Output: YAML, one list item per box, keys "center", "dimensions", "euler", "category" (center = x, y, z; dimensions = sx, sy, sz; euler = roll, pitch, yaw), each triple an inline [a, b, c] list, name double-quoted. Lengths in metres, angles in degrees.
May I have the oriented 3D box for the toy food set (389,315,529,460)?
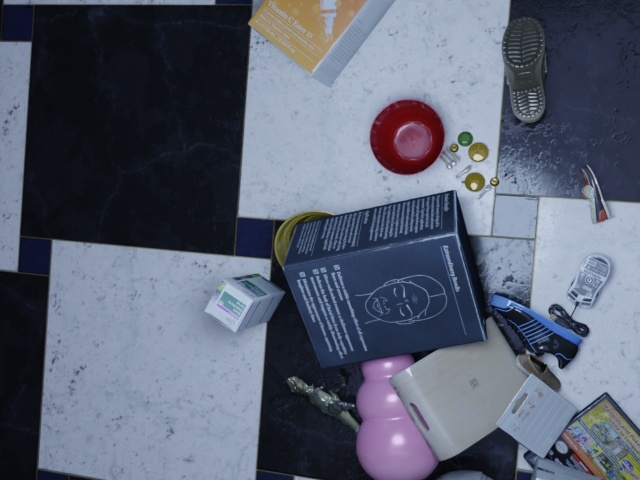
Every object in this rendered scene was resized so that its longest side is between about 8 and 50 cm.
- center: [0.339, 0.338, 1.866]
  dimensions: [0.306, 0.092, 0.219]
  euler: [-28, 82, -19]
  category: "toy food set"

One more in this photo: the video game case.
- center: [0.658, 0.535, 1.865]
  dimensions: [0.248, 0.035, 0.275]
  euler: [-42, 79, 13]
  category: "video game case"

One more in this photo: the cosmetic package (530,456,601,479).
- center: [0.533, 0.595, 1.787]
  dimensions: [0.151, 0.184, 0.151]
  euler: [17, 95, 15]
  category: "cosmetic package"

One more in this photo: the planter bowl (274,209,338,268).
- center: [0.000, 0.000, 1.996]
  dimensions: [0.217, 0.090, 0.217]
  euler: [4, 121, 6]
  category: "planter bowl"

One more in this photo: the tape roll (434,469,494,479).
- center: [0.336, 0.683, 1.888]
  dimensions: [0.246, 0.169, 0.246]
  euler: [0, 92, 16]
  category: "tape roll"

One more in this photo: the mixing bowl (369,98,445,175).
- center: [0.217, -0.245, 1.945]
  dimensions: [0.181, 0.098, 0.181]
  euler: [0, 91, 16]
  category: "mixing bowl"

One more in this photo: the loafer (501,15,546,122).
- center: [0.476, -0.392, 1.878]
  dimensions: [0.102, 0.092, 0.268]
  euler: [-1, 75, 14]
  category: "loafer"

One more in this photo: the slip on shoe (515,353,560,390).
- center: [0.514, 0.304, 1.869]
  dimensions: [0.135, 0.051, 0.041]
  euler: [38, 137, -14]
  category: "slip on shoe"

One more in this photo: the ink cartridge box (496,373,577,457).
- center: [0.485, 0.397, 1.838]
  dimensions: [0.179, 0.045, 0.145]
  euler: [37, 87, -24]
  category: "ink cartridge box"

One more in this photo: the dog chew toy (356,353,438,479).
- center: [0.175, 0.403, 1.921]
  dimensions: [0.207, 0.206, 0.331]
  euler: [-10, 80, 16]
  category: "dog chew toy"

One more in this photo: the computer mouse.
- center: [0.614, 0.119, 1.870]
  dimensions: [0.106, 0.042, 0.193]
  euler: [29, 104, 18]
  category: "computer mouse"

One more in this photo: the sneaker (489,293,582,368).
- center: [0.490, 0.212, 1.883]
  dimensions: [0.232, 0.081, 0.090]
  euler: [29, 91, 12]
  category: "sneaker"

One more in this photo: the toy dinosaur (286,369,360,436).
- center: [0.044, 0.406, 2.025]
  dimensions: [0.268, 0.064, 0.118]
  euler: [39, 107, 10]
  category: "toy dinosaur"

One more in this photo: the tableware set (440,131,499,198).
- center: [0.369, -0.184, 1.944]
  dimensions: [0.104, 0.024, 0.154]
  euler: [-43, 79, 9]
  category: "tableware set"

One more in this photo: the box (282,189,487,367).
- center: [0.155, 0.091, 1.851]
  dimensions: [0.395, 0.212, 0.293]
  euler: [-11, 118, 15]
  category: "box"

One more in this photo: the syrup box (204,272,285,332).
- center: [-0.182, 0.150, 1.991]
  dimensions: [0.093, 0.237, 0.096]
  euler: [33, 99, 14]
  category: "syrup box"

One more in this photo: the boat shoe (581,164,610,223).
- center: [0.627, -0.106, 1.860]
  dimensions: [0.043, 0.049, 0.137]
  euler: [-20, 90, 17]
  category: "boat shoe"

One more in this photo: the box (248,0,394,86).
- center: [0.027, -0.585, 1.958]
  dimensions: [0.215, 0.168, 0.345]
  euler: [40, 100, 12]
  category: "box"
